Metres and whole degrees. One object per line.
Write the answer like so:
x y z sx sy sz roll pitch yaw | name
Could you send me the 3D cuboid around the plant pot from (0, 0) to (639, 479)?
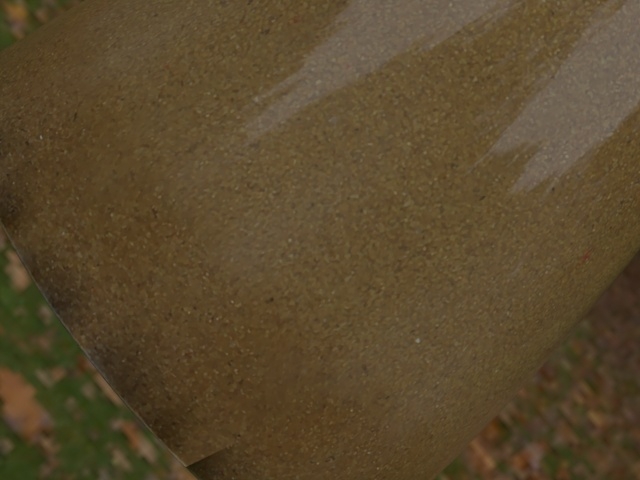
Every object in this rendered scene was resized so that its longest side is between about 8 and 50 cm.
0.040 -0.048 0.701 0.237 0.254 0.237 51 10 -12 | plant pot
